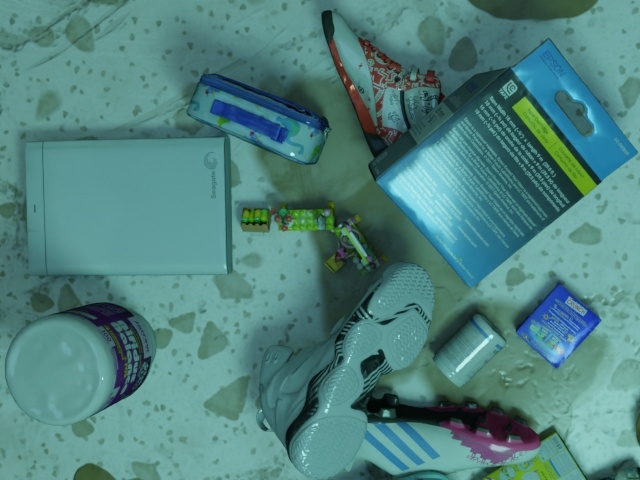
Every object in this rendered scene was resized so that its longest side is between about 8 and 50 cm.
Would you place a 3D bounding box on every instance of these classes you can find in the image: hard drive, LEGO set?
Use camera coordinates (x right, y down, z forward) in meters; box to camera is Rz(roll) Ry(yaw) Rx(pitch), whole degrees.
[{"bbox_3d":[-0.328,-0.057,1.892,0.353,0.047,0.233,-1,92,9],"label":"hard drive"},{"bbox_3d":[0.000,0.000,1.810,0.287,0.107,0.132,34,97,6],"label":"LEGO set"}]

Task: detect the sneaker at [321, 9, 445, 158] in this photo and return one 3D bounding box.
[{"bbox_3d":[0.110,-0.268,1.792,0.145,0.090,0.270,-23,92,8],"label":"sneaker"}]

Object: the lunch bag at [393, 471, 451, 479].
[{"bbox_3d":[0.119,0.506,1.785,0.279,0.108,0.224,-23,113,17],"label":"lunch bag"}]

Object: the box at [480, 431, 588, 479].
[{"bbox_3d":[0.335,0.402,1.782,0.179,0.043,0.105,-33,54,8],"label":"box"}]

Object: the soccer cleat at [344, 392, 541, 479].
[{"bbox_3d":[0.187,0.337,1.803,0.331,0.116,0.143,8,107,12],"label":"soccer cleat"}]

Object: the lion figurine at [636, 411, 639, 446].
[{"bbox_3d":[0.598,0.369,1.732,0.240,0.142,0.392,-33,73,17],"label":"lion figurine"}]

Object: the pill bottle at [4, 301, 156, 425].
[{"bbox_3d":[-0.367,0.188,1.778,0.169,0.301,0.169,1,93,10],"label":"pill bottle"}]

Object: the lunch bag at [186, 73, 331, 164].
[{"bbox_3d":[-0.097,-0.194,1.783,0.219,0.176,0.090,23,96,8],"label":"lunch bag"}]

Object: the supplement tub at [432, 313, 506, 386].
[{"bbox_3d":[0.242,0.178,1.797,0.107,0.071,0.071,-45,85,8],"label":"supplement tub"}]

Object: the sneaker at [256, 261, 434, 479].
[{"bbox_3d":[0.024,0.179,1.757,0.137,0.210,0.366,33,85,-34],"label":"sneaker"}]

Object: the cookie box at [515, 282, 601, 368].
[{"bbox_3d":[0.384,0.137,1.787,0.092,0.040,0.107,42,98,6],"label":"cookie box"}]

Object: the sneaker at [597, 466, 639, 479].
[{"bbox_3d":[0.495,0.509,1.767,0.122,0.110,0.283,-17,82,21],"label":"sneaker"}]

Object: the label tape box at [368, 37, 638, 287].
[{"bbox_3d":[0.280,-0.126,1.726,0.334,0.106,0.240,-39,107,9],"label":"label tape box"}]
